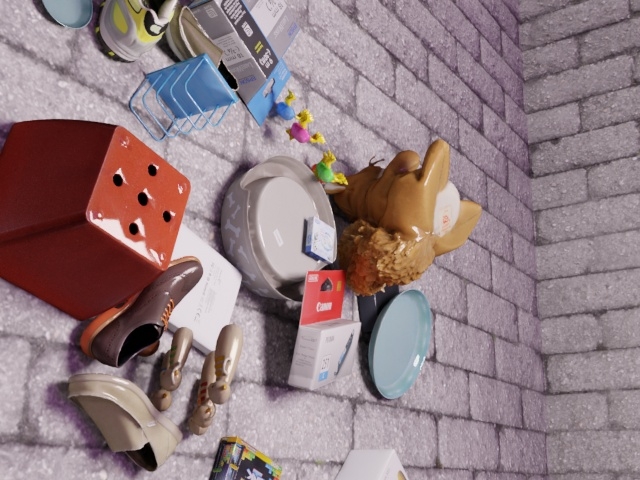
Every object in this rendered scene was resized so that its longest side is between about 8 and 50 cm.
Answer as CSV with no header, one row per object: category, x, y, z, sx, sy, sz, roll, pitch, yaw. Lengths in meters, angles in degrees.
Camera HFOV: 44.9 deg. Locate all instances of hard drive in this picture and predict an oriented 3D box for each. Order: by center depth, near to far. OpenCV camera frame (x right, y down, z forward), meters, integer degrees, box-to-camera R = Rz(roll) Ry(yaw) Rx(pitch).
hard drive,-0.285,0.076,1.564,0.307,0.040,0.203,44,47,-41
hard drive,0.167,0.135,2.211,0.172,0.054,0.254,8,74,-55

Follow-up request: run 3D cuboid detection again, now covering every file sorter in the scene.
file sorter,-0.280,-0.280,1.561,0.118,0.170,0.104,55,44,-32

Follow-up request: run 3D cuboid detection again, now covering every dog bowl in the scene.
dog bowl,-0.098,-0.021,1.817,0.349,0.102,0.348,22,63,-51

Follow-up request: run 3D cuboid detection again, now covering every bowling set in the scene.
bowling set,-0.270,0.262,1.451,0.200,0.287,0.154,15,51,-8

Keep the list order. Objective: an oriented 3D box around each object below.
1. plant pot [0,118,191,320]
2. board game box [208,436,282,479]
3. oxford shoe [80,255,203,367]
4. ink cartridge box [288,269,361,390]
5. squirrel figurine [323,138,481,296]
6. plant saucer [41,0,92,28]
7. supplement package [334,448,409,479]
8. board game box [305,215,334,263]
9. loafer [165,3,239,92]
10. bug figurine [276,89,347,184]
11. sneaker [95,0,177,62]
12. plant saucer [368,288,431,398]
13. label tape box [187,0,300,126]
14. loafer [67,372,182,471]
plant pot,-0.376,-0.049,1.289,0.267,0.236,0.267,41,49,-43
board game box,-0.159,0.510,1.622,0.170,0.048,0.141,47,44,-39
oxford shoe,-0.298,0.132,1.407,0.271,0.098,0.096,-45,143,-29
ink cartridge box,0.024,0.204,1.845,0.296,0.066,0.261,4,95,-70
squirrel figurine,0.159,-0.056,2.019,0.281,0.371,0.396,44,68,-43
plant saucer,-0.479,-0.450,1.443,0.119,0.021,0.119,20,65,-53
supplement package,0.151,0.665,1.962,0.139,0.134,0.244,-51,123,-50
board game box,0.000,0.000,1.847,0.090,0.020,0.090,32,56,-48
loafer,-0.250,-0.410,1.681,0.251,0.088,0.094,59,37,-46
bug figurine,-0.030,-0.234,1.936,0.279,0.072,0.216,60,-3,-23
sneaker,-0.337,-0.539,1.569,0.145,0.147,0.384,27,58,-48
plant saucer,0.220,0.287,2.189,0.318,0.044,0.317,-19,113,-51
label tape box,-0.152,-0.483,1.865,0.333,0.106,0.240,55,41,-32
loafer,-0.341,0.321,1.356,0.268,0.102,0.092,49,38,-38
